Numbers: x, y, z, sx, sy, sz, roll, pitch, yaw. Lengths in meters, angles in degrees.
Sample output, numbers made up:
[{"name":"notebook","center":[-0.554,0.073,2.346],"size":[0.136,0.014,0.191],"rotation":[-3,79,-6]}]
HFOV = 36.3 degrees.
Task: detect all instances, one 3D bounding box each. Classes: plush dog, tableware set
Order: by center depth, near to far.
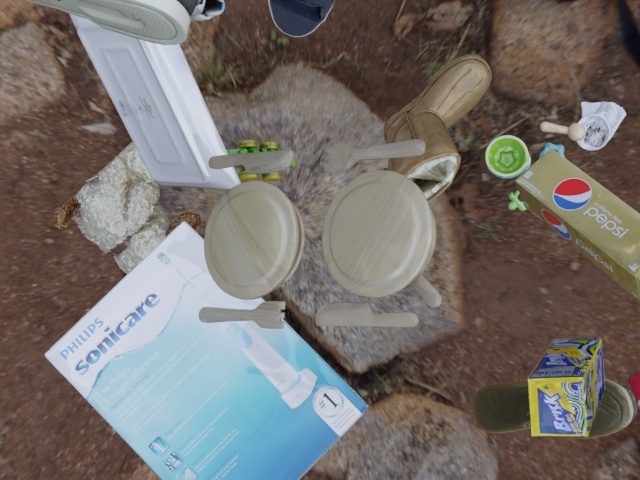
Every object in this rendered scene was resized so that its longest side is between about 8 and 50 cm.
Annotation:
[{"name":"tableware set","center":[0.000,0.000,0.692],"size":[0.194,0.039,0.128],"rotation":[-2,82,35]},{"name":"plush dog","center":[-0.342,-0.022,1.779],"size":[0.225,0.210,0.262],"rotation":[47,134,-8]}]

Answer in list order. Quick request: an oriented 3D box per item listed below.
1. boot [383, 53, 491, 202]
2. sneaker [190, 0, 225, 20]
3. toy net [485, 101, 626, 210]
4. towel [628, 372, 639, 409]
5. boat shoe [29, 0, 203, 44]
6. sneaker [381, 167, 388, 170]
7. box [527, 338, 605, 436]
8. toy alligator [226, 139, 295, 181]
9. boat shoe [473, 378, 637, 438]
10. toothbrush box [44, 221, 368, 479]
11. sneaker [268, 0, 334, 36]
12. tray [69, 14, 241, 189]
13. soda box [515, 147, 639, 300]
[{"name":"boot","center":[0.202,-0.179,1.611],"size":[0.089,0.269,0.236],"rotation":[41,110,-18]},{"name":"sneaker","center":[-0.176,-0.347,1.427],"size":[0.083,0.190,0.071],"rotation":[14,109,4]},{"name":"toy net","center":[0.382,-0.144,1.546],"size":[0.232,0.045,0.122],"rotation":[-28,74,7]},{"name":"towel","center":[0.376,0.208,0.797],"size":[0.031,0.199,0.275],"rotation":[-9,74,-34]},{"name":"boat shoe","center":[-0.183,-0.199,0.636],"size":[0.233,0.084,0.079],"rotation":[18,82,6]},{"name":"sneaker","center":[0.125,-0.060,1.855],"size":[0.110,0.283,0.122],"rotation":[-44,91,6]},{"name":"box","center":[0.248,0.143,0.978],"size":[0.054,0.169,0.059],"rotation":[-3,96,22]},{"name":"toy alligator","center":[-0.105,-0.118,1.411],"size":[0.190,0.051,0.056],"rotation":[0,82,-36]},{"name":"boat shoe","center":[0.287,0.195,1.180],"size":[0.073,0.223,0.080],"rotation":[-4,83,-41]},{"name":"toothbrush box","center":[-0.125,0.160,1.112],"size":[0.295,0.126,0.216],"rotation":[44,83,5]},{"name":"sneaker","center":[-0.009,-0.470,1.626],"size":[0.126,0.127,0.321],"rotation":[18,125,-8]},{"name":"tray","center":[-0.201,-0.164,1.155],"size":[0.030,0.145,0.270],"rotation":[-51,133,-37]},{"name":"soda box","center":[0.295,-0.019,1.051],"size":[0.058,0.061,0.181],"rotation":[-42,53,-4]}]
